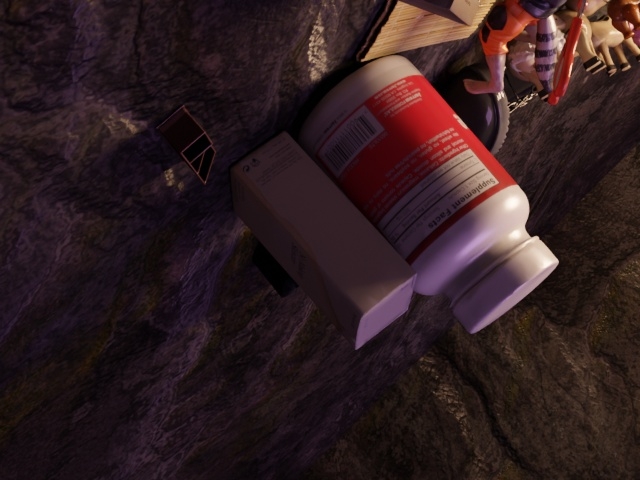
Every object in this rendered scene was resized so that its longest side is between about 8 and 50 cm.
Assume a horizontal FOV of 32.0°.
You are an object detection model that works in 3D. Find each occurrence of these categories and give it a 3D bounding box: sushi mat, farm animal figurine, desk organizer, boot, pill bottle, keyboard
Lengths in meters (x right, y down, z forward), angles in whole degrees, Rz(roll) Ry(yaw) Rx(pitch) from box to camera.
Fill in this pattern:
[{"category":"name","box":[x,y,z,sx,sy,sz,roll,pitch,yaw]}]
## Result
[{"category":"sushi mat","box":[0.183,-0.356,1.739,0.317,0.019,0.151,-22,153,-48]},{"category":"farm animal figurine","box":[0.476,-0.390,2.069,0.327,0.172,0.330,-30,170,1]},{"category":"desk organizer","box":[-0.169,-0.125,1.489,0.047,0.050,0.130,-41,162,-4]},{"category":"boot","box":[0.105,-0.103,2.000,0.445,0.146,0.367,-27,156,-27]},{"category":"pill bottle","box":[0.168,-0.067,1.719,0.229,0.407,0.229,-36,167,-10]},{"category":"keyboard","box":[0.435,-0.344,2.278,0.317,0.033,0.201,-32,153,-26]}]

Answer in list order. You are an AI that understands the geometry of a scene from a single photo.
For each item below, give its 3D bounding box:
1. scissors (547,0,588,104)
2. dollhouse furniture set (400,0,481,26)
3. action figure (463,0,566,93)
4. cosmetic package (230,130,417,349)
[{"category":"scissors","box":[0.418,-0.366,1.816,0.109,0.021,0.297,-37,141,-82]},{"category":"dollhouse furniture set","box":[0.153,-0.419,1.416,0.212,0.161,0.242,7,107,-67]},{"category":"action figure","box":[0.366,-0.410,1.734,0.341,0.178,0.330,-34,156,-35]},{"category":"cosmetic package","box":[0.000,0.000,1.708,0.113,0.309,0.160,-36,161,-16]}]
